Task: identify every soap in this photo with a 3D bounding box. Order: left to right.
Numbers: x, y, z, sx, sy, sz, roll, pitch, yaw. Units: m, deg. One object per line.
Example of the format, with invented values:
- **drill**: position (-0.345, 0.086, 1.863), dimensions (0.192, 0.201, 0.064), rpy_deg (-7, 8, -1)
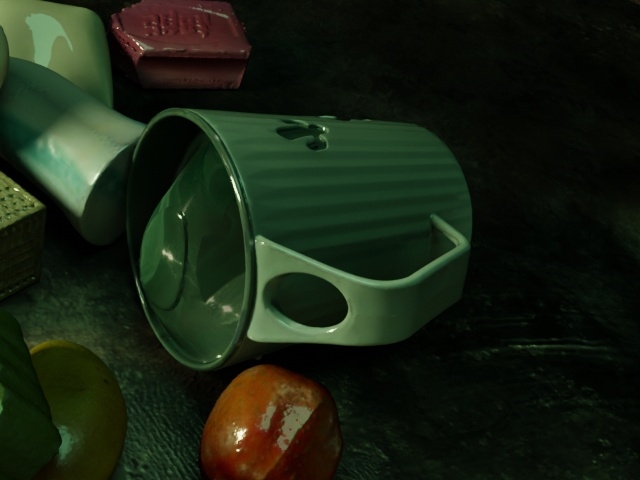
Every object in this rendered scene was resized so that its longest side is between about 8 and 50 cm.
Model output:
- **soap**: position (-0.261, -0.349, 1.540), dimensions (0.250, 0.099, 0.162), rpy_deg (-6, 54, -27)

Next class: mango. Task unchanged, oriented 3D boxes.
- **mango**: position (-0.282, 0.192, 0.939), dimensions (0.136, 0.099, 0.227), rpy_deg (-3, 37, -15)

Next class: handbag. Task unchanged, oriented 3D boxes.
- **handbag**: position (-0.444, -0.255, 1.356), dimensions (0.241, 0.109, 0.315), rpy_deg (4, 47, -16)

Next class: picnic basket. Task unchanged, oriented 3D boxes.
- **picnic basket**: position (-0.466, -0.016, 1.060), dimensions (0.196, 0.134, 0.154), rpy_deg (36, 40, 17)

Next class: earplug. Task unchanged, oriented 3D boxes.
- **earplug**: position (-0.376, -0.159, 1.206), dimensions (0.324, 0.185, 0.185), rpy_deg (37, 43, 17)

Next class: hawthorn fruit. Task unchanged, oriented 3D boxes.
- **hawthorn fruit**: position (-0.059, 0.239, 0.933), dimensions (0.157, 0.157, 0.194), rpy_deg (22, 49, 2)

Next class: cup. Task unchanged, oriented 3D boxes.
- **cup**: position (-0.010, 0.015, 1.090), dimensions (0.392, 0.310, 0.401), rpy_deg (-8, 54, -35)

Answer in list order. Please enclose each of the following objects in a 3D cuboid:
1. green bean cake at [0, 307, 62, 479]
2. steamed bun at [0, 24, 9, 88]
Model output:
- **green bean cake**: position (-0.391, 0.170, 0.841), dimensions (0.222, 0.125, 0.248), rpy_deg (-36, 44, -2)
- **steamed bun**: position (-0.521, -0.224, 1.094), dimensions (0.232, 0.145, 0.232), rpy_deg (12, 43, -11)
